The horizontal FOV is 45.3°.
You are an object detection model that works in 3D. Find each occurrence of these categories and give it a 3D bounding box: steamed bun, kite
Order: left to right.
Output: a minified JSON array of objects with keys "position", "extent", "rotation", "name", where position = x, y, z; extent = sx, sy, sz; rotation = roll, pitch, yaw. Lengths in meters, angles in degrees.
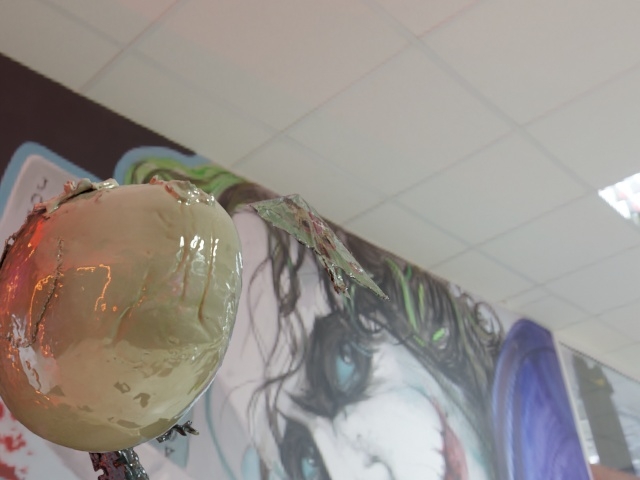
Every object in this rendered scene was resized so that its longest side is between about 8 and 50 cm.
[{"position":[-0.264,0.082,0.916],"extent":[0.233,0.311,0.334],"rotation":[31,-55,-31],"name":"steamed bun"},{"position":[0.000,0.000,1.180],"extent":[0.013,0.267,0.323],"rotation":[-44,-55,16],"name":"kite"}]

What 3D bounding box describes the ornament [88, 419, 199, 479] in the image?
[{"position":[-0.323,0.406,1.474],"extent":[0.080,0.202,0.236],"rotation":[-33,-11,23],"name":"ornament"}]
